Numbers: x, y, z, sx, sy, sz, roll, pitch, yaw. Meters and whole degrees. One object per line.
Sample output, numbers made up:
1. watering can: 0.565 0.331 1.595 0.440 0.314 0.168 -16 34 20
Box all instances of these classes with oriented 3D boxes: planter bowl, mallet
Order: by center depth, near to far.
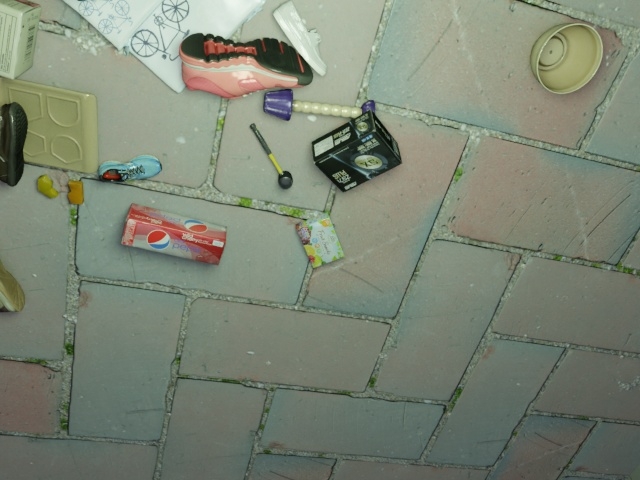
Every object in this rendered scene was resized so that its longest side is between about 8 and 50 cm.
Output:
1. planter bowl: 0.586 -0.457 1.333 0.162 0.109 0.162 -4 121 -7
2. mallet: -0.128 -0.222 1.417 0.039 0.062 0.190 -28 105 7

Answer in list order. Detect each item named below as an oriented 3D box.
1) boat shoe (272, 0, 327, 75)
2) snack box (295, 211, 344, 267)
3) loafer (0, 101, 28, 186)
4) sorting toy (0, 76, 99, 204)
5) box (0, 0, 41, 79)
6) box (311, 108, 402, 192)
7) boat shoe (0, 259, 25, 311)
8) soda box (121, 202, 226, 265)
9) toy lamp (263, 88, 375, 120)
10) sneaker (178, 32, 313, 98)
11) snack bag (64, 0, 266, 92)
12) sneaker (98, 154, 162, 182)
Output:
1. boat shoe: -0.033 -0.473 1.267 0.063 0.066 0.184 -35 109 13
2. snack box: 0.000 0.000 1.558 0.100 0.037 0.141 -21 121 3
3. loafer: -0.738 -0.223 1.257 0.078 0.080 0.220 16 124 -15
4. sorting toy: -0.664 -0.238 1.329 0.229 0.041 0.307 8 125 -9
5. box: -0.734 -0.458 1.134 0.232 0.127 0.149 17 117 -17
6. box: 0.091 -0.222 1.371 0.180 0.078 0.147 -24 141 23
7. boat shoe: -0.902 0.087 1.445 0.092 0.103 0.285 -17 127 -3
8. soda box: -0.390 -0.016 1.460 0.263 0.092 0.083 14 118 -16
9. toy lamp: -0.003 -0.329 1.343 0.274 0.080 0.080 2 120 -11
10. sneaker: -0.176 -0.397 1.278 0.313 0.116 0.136 3 148 -18
11. snack bag: -0.347 -0.538 1.195 0.323 0.037 0.342 -41 118 15
12. sneaker: -0.481 -0.170 1.369 0.162 0.073 0.063 -10 121 -2
